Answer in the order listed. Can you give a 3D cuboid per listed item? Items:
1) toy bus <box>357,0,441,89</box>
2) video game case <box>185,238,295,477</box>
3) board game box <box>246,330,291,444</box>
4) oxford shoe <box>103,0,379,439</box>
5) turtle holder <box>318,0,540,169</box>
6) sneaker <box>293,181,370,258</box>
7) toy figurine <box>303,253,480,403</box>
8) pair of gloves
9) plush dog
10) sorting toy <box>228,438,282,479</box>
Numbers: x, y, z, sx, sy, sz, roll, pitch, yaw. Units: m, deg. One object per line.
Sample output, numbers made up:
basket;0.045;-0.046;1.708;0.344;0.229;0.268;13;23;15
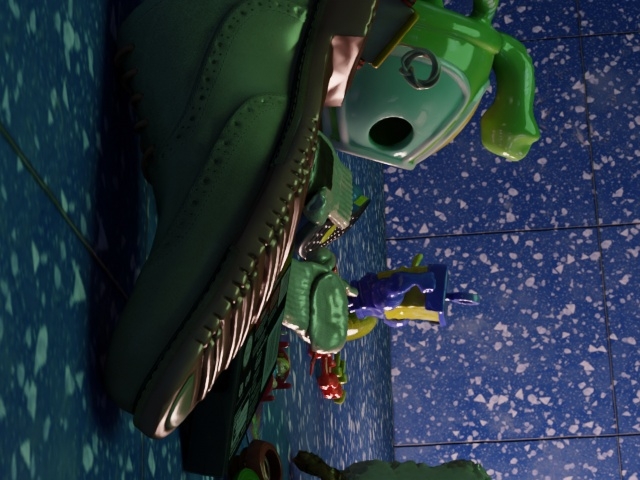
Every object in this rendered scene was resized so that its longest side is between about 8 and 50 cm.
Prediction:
toy bus;0.028;-0.264;1.656;0.104;0.190;0.202;-77;162;-71
video game case;-0.051;0.019;1.204;0.275;0.035;0.248;-63;162;-76
board game box;-0.048;0.116;1.451;0.133;0.033;0.169;80;8;-48
oxford shoe;-0.071;-0.065;0.970;0.140;0.146;0.397;111;-1;-58
turtle holder;0.102;-0.207;1.913;0.320;0.243;0.228;12;95;-47
sneaker;-0.009;-0.037;1.860;0.069;0.082;0.209;-52;174;22
toy figurine;0.105;0.108;2.058;0.362;0.217;0.191;65;22;-73
pair of gloves;0.000;0.000;1.678;0.204;0.042;0.240;43;47;-62
plush dog;0.046;0.351;1.730;0.262;0.210;0.225;-49;159;-40
sorting toy;-0.063;0.205;1.261;0.061;0.042;0.102;69;23;-15
